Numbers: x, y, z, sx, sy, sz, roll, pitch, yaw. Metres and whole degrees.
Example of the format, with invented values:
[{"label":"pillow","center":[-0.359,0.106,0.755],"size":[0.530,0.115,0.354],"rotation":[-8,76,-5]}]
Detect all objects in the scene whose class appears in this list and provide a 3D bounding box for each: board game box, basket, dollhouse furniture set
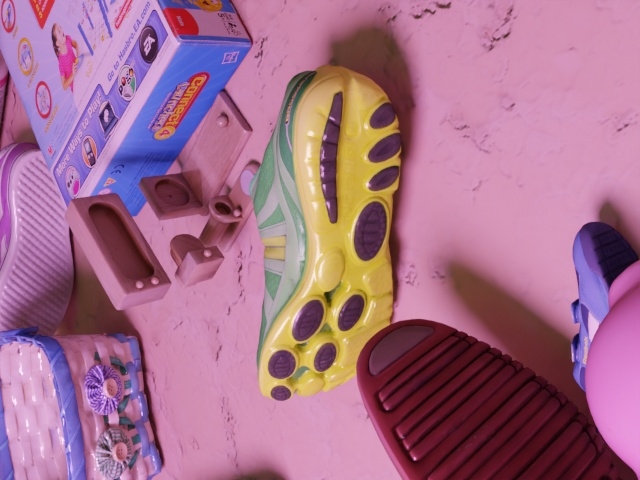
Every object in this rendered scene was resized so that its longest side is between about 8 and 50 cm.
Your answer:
[{"label":"board game box","center":[-0.234,-0.226,0.887],"size":[0.308,0.086,0.302],"rotation":[-44,65,43]},{"label":"basket","center":[-0.340,0.216,0.942],"size":[0.201,0.288,0.255],"rotation":[-10,92,48]},{"label":"dollhouse furniture set","center":[-0.137,-0.042,0.769],"size":[0.144,0.151,0.123],"rotation":[54,133,23]}]

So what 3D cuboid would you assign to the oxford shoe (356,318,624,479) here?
[{"label":"oxford shoe","center":[0.141,0.200,0.517],"size":[0.348,0.123,0.130],"rotation":[49,156,25]}]

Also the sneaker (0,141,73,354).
[{"label":"sneaker","center":[-0.412,0.005,1.133],"size":[0.161,0.102,0.282],"rotation":[19,101,48]}]

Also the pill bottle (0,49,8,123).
[{"label":"pill bottle","center":[-0.556,-0.156,1.204],"size":[0.160,0.160,0.283],"rotation":[46,128,32]}]

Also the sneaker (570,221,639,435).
[{"label":"sneaker","center":[0.179,0.060,0.512],"size":[0.059,0.053,0.144],"rotation":[-22,80,50]}]

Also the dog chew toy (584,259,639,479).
[{"label":"dog chew toy","center":[0.240,0.144,0.362],"size":[0.207,0.206,0.332],"rotation":[-54,50,39]}]

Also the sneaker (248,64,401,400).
[{"label":"sneaker","center":[0.000,0.000,0.680],"size":[0.123,0.109,0.296],"rotation":[-126,41,-58]}]
